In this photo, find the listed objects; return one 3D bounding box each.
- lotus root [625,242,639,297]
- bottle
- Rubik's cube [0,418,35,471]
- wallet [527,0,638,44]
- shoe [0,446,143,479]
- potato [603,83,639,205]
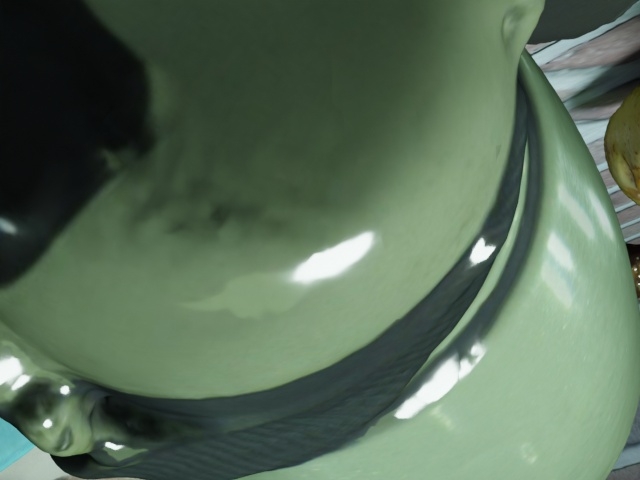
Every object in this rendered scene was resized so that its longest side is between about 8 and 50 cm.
[{"bbox_3d":[0.170,0.057,1.452,0.260,0.128,0.145,-24,160,31],"label":"lotus root"},{"bbox_3d":[-0.002,0.001,0.482,0.168,0.168,0.347,-19,161,8],"label":"bottle"},{"bbox_3d":[-0.208,0.064,0.444,0.265,0.224,0.213,-23,-174,22],"label":"Rubik's cube"},{"bbox_3d":[0.040,-0.090,0.567,0.244,0.025,0.124,-9,166,-35],"label":"wallet"},{"bbox_3d":[-0.090,0.121,1.091,0.351,0.198,0.172,-19,170,1],"label":"shoe"},{"bbox_3d":[0.208,-0.065,0.888,0.107,0.080,0.170,-24,174,-15],"label":"potato"}]
